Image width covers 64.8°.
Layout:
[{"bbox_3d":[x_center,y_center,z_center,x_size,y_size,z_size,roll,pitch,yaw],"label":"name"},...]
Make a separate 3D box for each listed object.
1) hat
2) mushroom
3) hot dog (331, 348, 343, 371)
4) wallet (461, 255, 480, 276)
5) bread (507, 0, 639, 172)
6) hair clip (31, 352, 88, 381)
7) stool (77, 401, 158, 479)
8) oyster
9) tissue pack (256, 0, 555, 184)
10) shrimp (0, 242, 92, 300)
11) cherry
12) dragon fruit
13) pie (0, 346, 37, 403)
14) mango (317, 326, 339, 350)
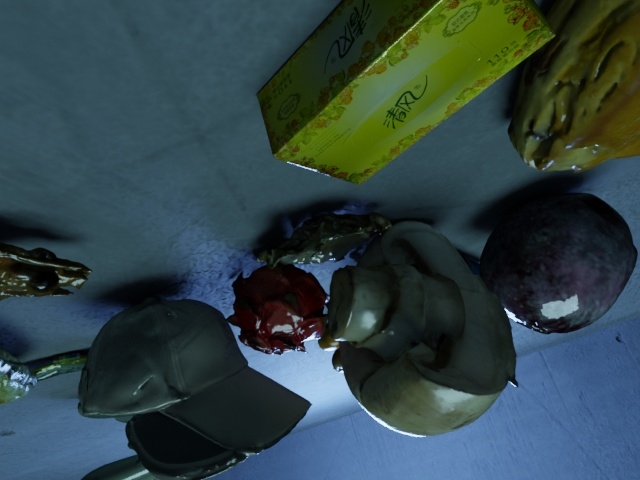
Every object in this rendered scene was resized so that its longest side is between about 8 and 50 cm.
[{"bbox_3d":[-0.145,0.164,0.613,0.274,0.161,0.232,19,-172,12],"label":"hat"},{"bbox_3d":[0.090,0.114,0.606,0.195,0.254,0.189,11,129,-20],"label":"mushroom"},{"bbox_3d":[0.074,0.235,1.070,0.104,0.076,0.250,-20,164,-7],"label":"hot dog"},{"bbox_3d":[0.220,0.092,0.795,0.059,0.141,0.202,-2,169,38],"label":"wallet"},{"bbox_3d":[0.265,-0.141,0.375,0.210,0.099,0.235,-17,156,1],"label":"bread"},{"bbox_3d":[-0.378,0.192,0.751,0.188,0.033,0.060,-12,157,-15],"label":"hair clip"},{"bbox_3d":[-0.345,0.392,1.004,0.198,0.195,0.195,-16,156,3],"label":"stool"},{"bbox_3d":[0.006,-0.003,0.560,0.148,0.051,0.103,-8,172,-17],"label":"oyster"},{"bbox_3d":[0.049,-0.115,0.340,0.095,0.062,0.176,10,143,-45],"label":"tissue pack"},{"bbox_3d":[-0.342,0.030,0.398,0.287,0.063,0.152,10,147,-39],"label":"shrimp"},{"bbox_3d":[0.311,0.026,0.671,0.195,0.195,0.195,-14,155,-6],"label":"cherry"},{"bbox_3d":[-0.048,0.083,0.619,0.121,0.142,0.130,-27,112,12],"label":"dragon fruit"},{"bbox_3d":[-0.498,0.154,0.559,0.322,0.071,0.323,-10,155,-5],"label":"pie"},{"bbox_3d":[0.021,0.194,0.997,0.060,0.046,0.089,-16,168,-20],"label":"mango"}]
